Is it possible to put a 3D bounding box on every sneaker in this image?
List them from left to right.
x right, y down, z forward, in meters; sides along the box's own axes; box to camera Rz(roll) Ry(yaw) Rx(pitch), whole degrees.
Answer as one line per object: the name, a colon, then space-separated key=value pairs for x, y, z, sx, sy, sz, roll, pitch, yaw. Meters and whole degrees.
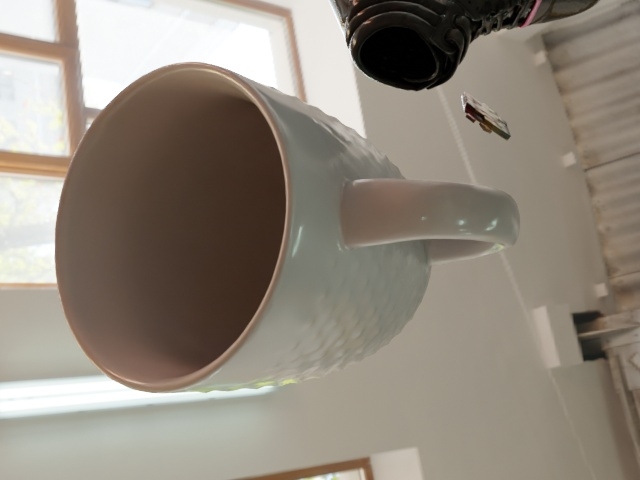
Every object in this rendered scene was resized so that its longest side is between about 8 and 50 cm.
sneaker: x=0.150 y=-0.215 z=0.746 sx=0.104 sy=0.296 sz=0.146 roll=103 pitch=-15 yaw=-59

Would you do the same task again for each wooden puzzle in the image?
wooden puzzle: x=0.154 y=-0.116 z=0.701 sx=0.006 sy=0.049 sz=0.083 roll=-53 pitch=-168 yaw=27

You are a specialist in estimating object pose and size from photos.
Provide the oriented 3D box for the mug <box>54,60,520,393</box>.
mug: x=0.000 y=0.000 z=0.716 sx=0.374 sy=0.328 sz=0.276 roll=-8 pitch=-102 yaw=34
